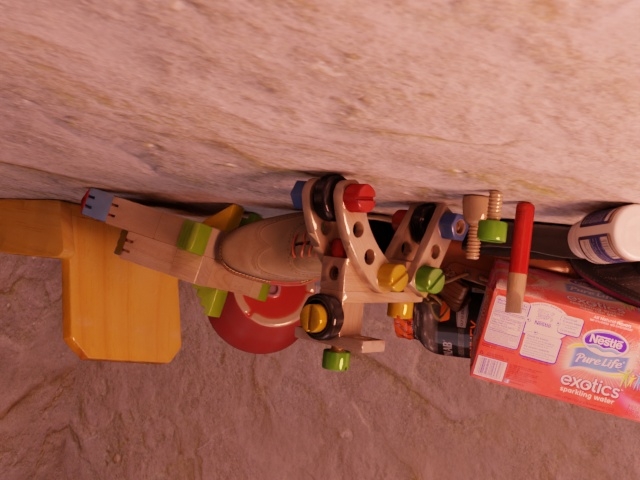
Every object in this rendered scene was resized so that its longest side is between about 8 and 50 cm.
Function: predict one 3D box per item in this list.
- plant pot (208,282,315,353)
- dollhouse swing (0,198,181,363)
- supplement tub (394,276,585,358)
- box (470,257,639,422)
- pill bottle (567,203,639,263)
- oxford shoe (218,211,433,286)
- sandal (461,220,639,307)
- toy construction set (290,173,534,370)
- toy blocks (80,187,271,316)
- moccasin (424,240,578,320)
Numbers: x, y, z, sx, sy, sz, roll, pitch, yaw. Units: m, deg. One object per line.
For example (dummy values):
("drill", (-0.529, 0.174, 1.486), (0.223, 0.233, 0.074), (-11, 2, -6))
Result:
("plant pot", (-0.132, 0.130, 2.182), (0.274, 0.275, 0.243), (8, 166, -11))
("dollhouse swing", (-0.487, 0.092, 1.925), (0.315, 0.305, 0.347), (3, 173, 37))
("supplement tub", (0.314, 0.117, 1.655), (0.338, 0.207, 0.207), (5, 174, 16))
("box", (0.387, 0.148, 1.359), (0.300, 0.154, 0.142), (14, -160, 6))
("pill bottle", (0.352, -0.005, 1.098), (0.067, 0.067, 0.120), (9, 174, -14))
("oxford shoe", (0.000, 0.000, 1.412), (0.348, 0.123, 0.130), (-4, 167, 10))
("sandal", (0.424, 0.044, 1.292), (0.445, 0.107, 0.167), (5, 174, 20))
("toy construction set", (0.104, 0.055, 1.154), (0.308, 0.237, 0.257), (5, 174, 20))
("toy blocks", (-0.261, 0.007, 1.612), (0.260, 0.191, 0.381), (17, 177, 19))
("moccasin", (0.232, 0.062, 1.506), (0.380, 0.147, 0.139), (6, 174, 8))
